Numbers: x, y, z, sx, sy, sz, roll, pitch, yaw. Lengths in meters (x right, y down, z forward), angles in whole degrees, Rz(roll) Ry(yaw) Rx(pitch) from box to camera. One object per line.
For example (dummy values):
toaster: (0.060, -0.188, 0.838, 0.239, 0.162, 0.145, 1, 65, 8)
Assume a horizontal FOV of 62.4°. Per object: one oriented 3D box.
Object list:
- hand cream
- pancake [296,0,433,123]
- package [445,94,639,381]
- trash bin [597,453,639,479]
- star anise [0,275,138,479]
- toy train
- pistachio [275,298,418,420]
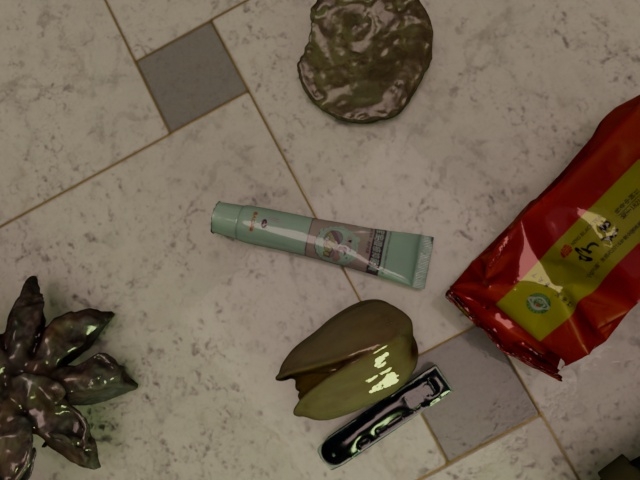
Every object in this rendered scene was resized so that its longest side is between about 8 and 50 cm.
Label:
hand cream: (0.000, 0.000, 0.797, 0.330, 0.058, 0.085, 13, 65, 3)
pancake: (0.071, -0.301, 0.843, 0.222, 0.042, 0.237, -7, 83, 0)
package: (0.374, -0.011, 0.717, 0.196, 0.123, 0.423, 44, 87, 11)
trash bin: (0.461, 0.317, 0.599, 0.333, 0.214, 0.214, -35, 78, 6)
star anise: (-0.415, 0.194, 0.722, 0.331, 0.117, 0.332, 14, 59, -25)
toy train: (0.089, 0.249, 0.743, 0.207, 0.047, 0.043, -34, 78, 0)
pistachio: (0.039, 0.166, 0.723, 0.206, 0.131, 0.130, -32, 70, 4)
